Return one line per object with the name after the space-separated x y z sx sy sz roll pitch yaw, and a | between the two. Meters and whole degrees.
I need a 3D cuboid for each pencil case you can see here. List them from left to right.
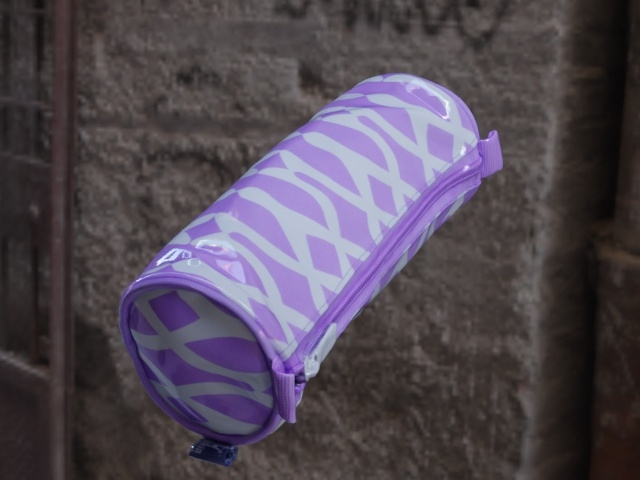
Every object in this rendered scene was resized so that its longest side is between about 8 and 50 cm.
0.000 0.000 0.502 0.088 0.086 0.206 4 36 32 | pencil case
